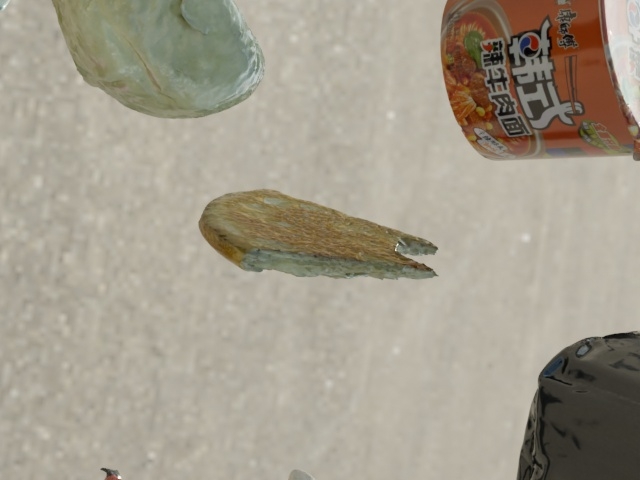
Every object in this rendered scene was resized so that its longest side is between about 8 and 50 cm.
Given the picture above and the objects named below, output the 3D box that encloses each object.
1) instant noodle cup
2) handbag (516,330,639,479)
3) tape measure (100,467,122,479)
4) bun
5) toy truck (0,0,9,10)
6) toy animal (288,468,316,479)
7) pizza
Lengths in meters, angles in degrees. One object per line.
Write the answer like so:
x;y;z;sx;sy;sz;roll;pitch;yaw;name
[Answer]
0.252;-0.188;1.843;0.250;0.192;0.250;21;65;-54;instant noodle cup
0.280;0.227;1.195;0.178;0.302;0.275;-11;113;-47;handbag
-0.252;0.429;2.097;0.260;0.253;0.114;-38;164;-32;tape measure
-0.154;-0.195;1.581;0.153;0.244;0.244;-40;161;2;bun
-0.311;-0.116;1.170;0.338;0.133;0.184;-48;-170;29;toy truck
0.032;0.355;2.046;0.140;0.283;0.138;-41;138;-65;toy animal
0.000;0.000;1.823;0.181;0.262;0.034;-119;-138;-63;pizza
